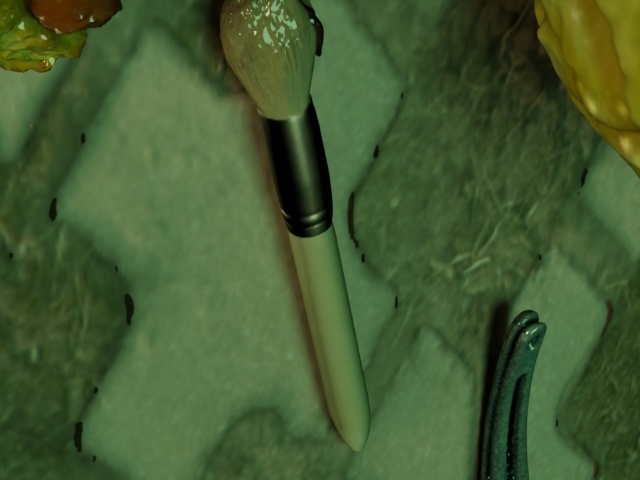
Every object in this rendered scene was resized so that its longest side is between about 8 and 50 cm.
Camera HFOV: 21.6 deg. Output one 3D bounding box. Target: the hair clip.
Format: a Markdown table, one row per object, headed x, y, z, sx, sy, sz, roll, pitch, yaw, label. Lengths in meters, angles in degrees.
| x | y | z | sx | sy | sz | roll | pitch | yaw | label |
| --- | --- | --- | --- | --- | --- | --- | --- | --- | --- |
| 0.113 | 0.140 | 0.982 | 0.039 | 0.070 | 0.230 | -22 | 120 | -29 | hair clip |

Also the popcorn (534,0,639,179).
| x | y | z | sx | sy | sz | roll | pitch | yaw | label |
| --- | --- | --- | --- | --- | --- | --- | --- | --- | --- |
| 0.230 | -0.127 | 0.784 | 0.282 | 0.282 | 0.247 | -21 | 132 | -34 | popcorn |

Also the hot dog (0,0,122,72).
| x | y | z | sx | sy | sz | roll | pitch | yaw | label |
| --- | --- | --- | --- | --- | --- | --- | --- | --- | --- |
| -0.113 | -0.158 | 0.546 | 0.123 | 0.093 | 0.261 | -42 | 136 | -17 | hot dog |

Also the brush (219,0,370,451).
| x | y | z | sx | sy | sz | roll | pitch | yaw | label |
| --- | --- | --- | --- | --- | --- | --- | --- | --- | --- |
| 0.000 | 0.000 | 0.794 | 0.042 | 0.039 | 0.299 | -36 | 135 | -24 | brush |
